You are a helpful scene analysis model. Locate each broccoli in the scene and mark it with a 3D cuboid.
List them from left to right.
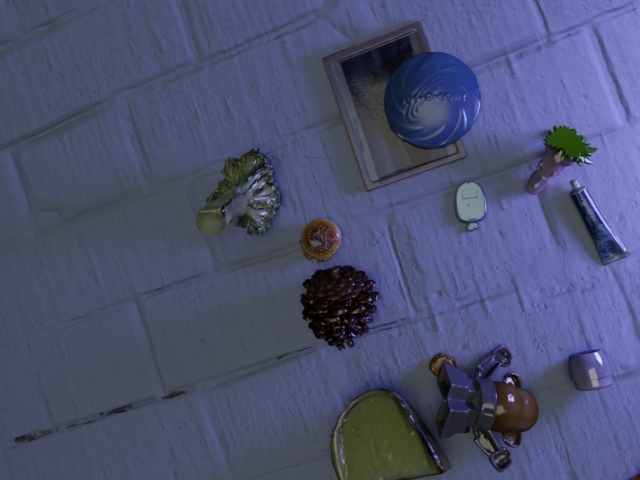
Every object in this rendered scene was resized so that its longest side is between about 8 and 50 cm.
[{"bbox_3d":[-0.259,-0.096,1.841,0.221,0.361,0.252,28,134,2],"label":"broccoli"}]

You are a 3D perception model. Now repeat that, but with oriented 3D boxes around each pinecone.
[{"bbox_3d":[0.048,0.194,1.848,0.244,0.243,0.257,28,117,9],"label":"pinecone"}]

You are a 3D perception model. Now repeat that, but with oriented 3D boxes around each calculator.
[{"bbox_3d":[0.455,-0.104,1.860,0.095,0.021,0.152,-6,87,11],"label":"calculator"}]

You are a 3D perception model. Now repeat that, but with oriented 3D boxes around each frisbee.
[{"bbox_3d":[0.331,-0.421,1.832,0.290,0.049,0.289,0,91,10],"label":"frisbee"}]

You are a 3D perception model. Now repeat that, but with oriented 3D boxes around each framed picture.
[{"bbox_3d":[0.226,-0.411,1.891,0.326,0.028,0.445,-19,88,10],"label":"framed picture"}]

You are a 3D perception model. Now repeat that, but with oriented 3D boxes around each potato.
[{"bbox_3d":[0.207,0.593,1.860,0.331,0.213,0.279,-24,69,20],"label":"potato"}]

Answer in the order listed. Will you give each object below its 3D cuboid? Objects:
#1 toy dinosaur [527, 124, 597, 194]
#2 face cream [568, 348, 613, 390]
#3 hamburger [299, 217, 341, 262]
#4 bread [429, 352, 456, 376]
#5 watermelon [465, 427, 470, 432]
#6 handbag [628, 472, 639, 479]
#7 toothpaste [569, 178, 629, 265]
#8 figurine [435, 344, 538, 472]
[{"bbox_3d":[0.688,-0.222,1.761,0.152,0.177,0.194,31,68,13],"label":"toy dinosaur"},{"bbox_3d":[0.775,0.373,1.766,0.117,0.117,0.104,-15,82,11],"label":"face cream"},{"bbox_3d":[0.000,0.000,1.920,0.126,0.081,0.141,43,98,7],"label":"hamburger"},{"bbox_3d":[0.374,0.385,1.880,0.084,0.046,0.080,-4,97,9],"label":"bread"},{"bbox_3d":[0.415,0.553,1.879,0.085,0.072,0.092,3,54,22],"label":"watermelon"},{"bbox_3d":[1.070,0.806,1.725,0.303,0.116,0.410,-41,84,9],"label":"handbag"},{"bbox_3d":[0.797,-0.058,1.787,0.069,0.047,0.268,-29,90,-2],"label":"toothpaste"},{"bbox_3d":[0.490,0.480,1.782,0.285,0.167,0.342,6,91,-4],"label":"figurine"}]
